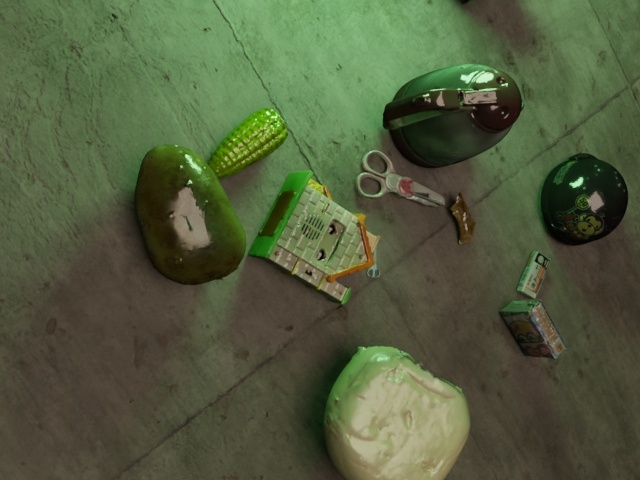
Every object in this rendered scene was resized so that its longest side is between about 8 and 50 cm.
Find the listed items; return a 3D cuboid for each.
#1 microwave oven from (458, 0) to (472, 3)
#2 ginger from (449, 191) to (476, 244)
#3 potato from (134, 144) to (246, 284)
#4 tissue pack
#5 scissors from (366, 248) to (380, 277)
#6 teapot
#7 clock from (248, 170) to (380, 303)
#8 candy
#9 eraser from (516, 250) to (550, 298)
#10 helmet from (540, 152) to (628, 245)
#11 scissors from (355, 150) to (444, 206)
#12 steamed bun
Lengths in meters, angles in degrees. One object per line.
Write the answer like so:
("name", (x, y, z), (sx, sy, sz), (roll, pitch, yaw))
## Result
("microwave oven", (0.348, -0.783, 1.834), (0.355, 0.286, 0.218), (42, 74, -22))
("ginger", (0.362, -0.059, 1.944), (0.057, 0.044, 0.137), (-37, 112, -51))
("potato", (-0.280, -0.050, 1.580), (0.210, 0.173, 0.307), (-22, 95, -21))
("tissue pack", (0.552, 0.230, 1.979), (0.065, 0.116, 0.155), (-36, 102, -24))
("scissors", (0.131, 0.050, 1.853), (0.036, 0.006, 0.083), (5, 86, -23))
("teapot", (0.297, -0.303, 1.775), (0.315, 0.312, 0.233), (-4, 88, -25))
("clock", (0.000, 0.000, 1.749), (0.255, 0.106, 0.219), (33, 77, -25))
("candy", (-0.168, -0.207, 1.683), (0.209, 0.097, 0.096), (-40, 104, -15))
("eraser", (0.572, 0.093, 2.039), (0.052, 0.029, 0.122), (31, 77, -20))
("helmet", (0.737, -0.118, 2.052), (0.279, 0.160, 0.230), (-47, 105, -17))
("scissors", (0.202, -0.134, 1.878), (0.242, 0.030, 0.118), (19, 81, -19))
("steamed bun", (0.150, 0.416, 1.729), (0.334, 0.233, 0.312), (41, 75, -9))
